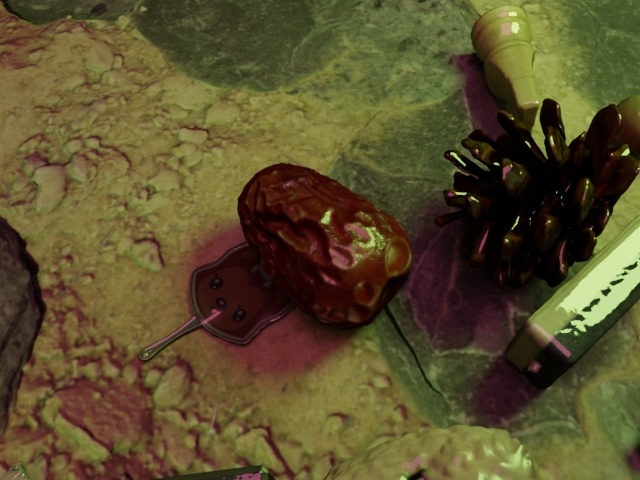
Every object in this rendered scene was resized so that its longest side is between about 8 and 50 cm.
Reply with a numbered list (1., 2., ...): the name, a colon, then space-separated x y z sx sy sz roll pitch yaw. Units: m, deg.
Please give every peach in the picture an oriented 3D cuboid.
1. peach: 0.444 -0.161 0.790 0.083 0.083 0.083 -1 60 2

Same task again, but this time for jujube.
1. jujube: 0.000 0.000 0.687 0.155 0.155 0.230 -40 57 -18

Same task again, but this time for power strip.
1. power strip: 0.318 0.062 0.651 0.256 0.105 0.070 -38 64 -17

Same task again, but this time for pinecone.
1. pinecone: 0.240 -0.057 0.670 0.201 0.202 0.229 14 74 16

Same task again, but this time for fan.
1. fan: -0.132 0.085 0.720 0.220 0.009 0.132 -34 61 -17

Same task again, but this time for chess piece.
1. chess piece: 0.283 -0.247 0.843 0.090 0.090 0.201 -3 59 2

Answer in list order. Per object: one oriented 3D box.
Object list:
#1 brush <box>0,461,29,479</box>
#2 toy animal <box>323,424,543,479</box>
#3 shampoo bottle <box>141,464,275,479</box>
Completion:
1. brush: -0.423 0.364 0.571 0.314 0.017 0.090 -38 65 -17
2. toy animal: 0.062 0.331 0.463 0.226 0.188 0.359 3 61 16
3. shampoo bottle: -0.133 0.279 0.565 0.245 0.079 0.080 -7 61 -1
